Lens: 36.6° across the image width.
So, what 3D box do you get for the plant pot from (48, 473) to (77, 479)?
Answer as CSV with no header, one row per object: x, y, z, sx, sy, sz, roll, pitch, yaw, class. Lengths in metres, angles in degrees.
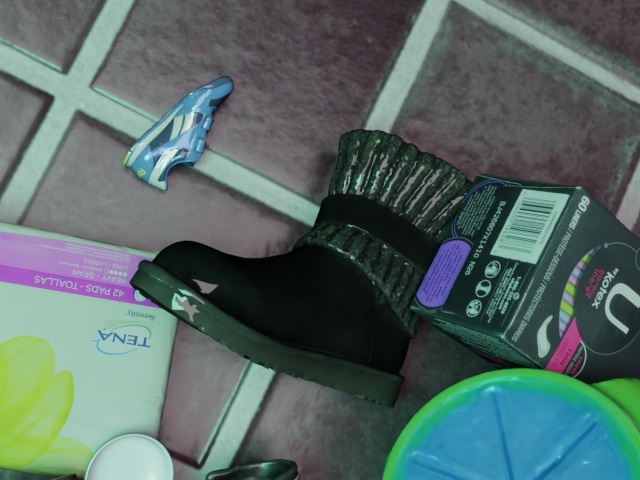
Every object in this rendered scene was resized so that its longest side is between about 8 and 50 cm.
-0.268,0.305,0.828,0.167,0.167,0.165,-18,80,-12,plant pot

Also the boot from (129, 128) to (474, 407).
-0.002,-0.001,0.951,0.348,0.131,0.260,27,84,-43,boot

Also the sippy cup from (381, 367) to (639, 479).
0.194,0.269,0.879,0.306,0.224,0.240,-11,51,16,sippy cup

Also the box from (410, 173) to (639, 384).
0.253,0.072,0.985,0.270,0.143,0.165,34,80,-32,box

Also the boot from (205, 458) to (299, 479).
-0.006,0.313,0.944,0.338,0.118,0.222,-17,99,-25,boot

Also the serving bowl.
-0.180,0.217,0.898,0.083,0.027,0.083,-2,95,-27,serving bowl

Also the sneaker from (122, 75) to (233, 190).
-0.139,-0.113,1.016,0.144,0.053,0.059,-44,94,-2,sneaker

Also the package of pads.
-0.286,0.102,0.914,0.297,0.101,0.229,12,84,-25,package of pads
